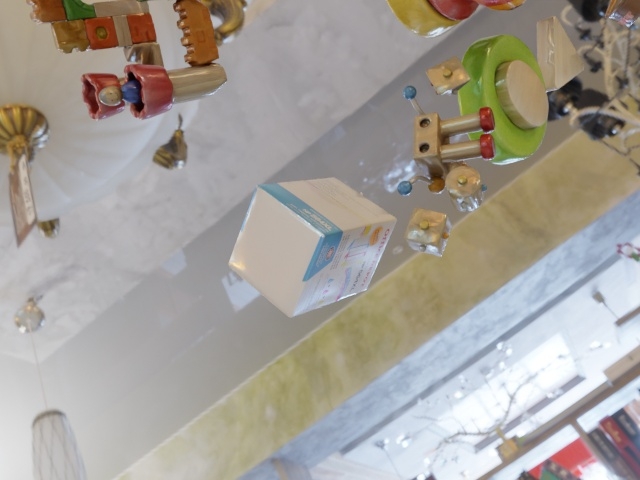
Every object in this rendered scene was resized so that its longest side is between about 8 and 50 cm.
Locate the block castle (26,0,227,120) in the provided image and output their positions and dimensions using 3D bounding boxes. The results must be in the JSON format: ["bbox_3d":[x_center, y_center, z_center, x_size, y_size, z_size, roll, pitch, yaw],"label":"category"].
[{"bbox_3d":[-0.344,-0.430,1.016,0.212,0.303,0.454,-21,-69,-33],"label":"block castle"}]

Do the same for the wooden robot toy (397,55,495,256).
[{"bbox_3d":[0.112,-0.064,0.532,0.076,0.174,0.079,-2,-23,20],"label":"wooden robot toy"}]

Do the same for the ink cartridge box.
[{"bbox_3d":[0.000,0.000,0.616,0.143,0.089,0.092,-13,-48,-51],"label":"ink cartridge box"}]

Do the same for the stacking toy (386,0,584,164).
[{"bbox_3d":[0.221,-0.242,0.609,0.309,0.130,0.280,-47,-63,-34],"label":"stacking toy"}]

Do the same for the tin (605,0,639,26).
[{"bbox_3d":[0.400,-0.341,0.734,0.190,0.040,0.106,-61,-1,1],"label":"tin"}]
